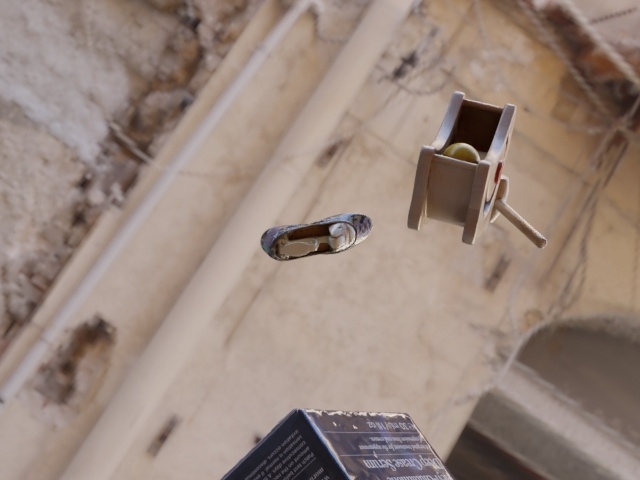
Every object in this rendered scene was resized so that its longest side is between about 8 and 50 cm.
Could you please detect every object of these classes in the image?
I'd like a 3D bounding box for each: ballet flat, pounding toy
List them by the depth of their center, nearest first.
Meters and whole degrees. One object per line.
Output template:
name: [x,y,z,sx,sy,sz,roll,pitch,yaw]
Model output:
ballet flat: [0.000,0.000,1.246,0.114,0.041,0.041,-10,-17,-11]
pounding toy: [0.202,-0.080,1.471,0.155,0.154,0.269,15,11,11]

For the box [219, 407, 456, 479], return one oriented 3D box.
box: [0.081,0.427,1.610,0.395,0.212,0.293,54,20,26]
